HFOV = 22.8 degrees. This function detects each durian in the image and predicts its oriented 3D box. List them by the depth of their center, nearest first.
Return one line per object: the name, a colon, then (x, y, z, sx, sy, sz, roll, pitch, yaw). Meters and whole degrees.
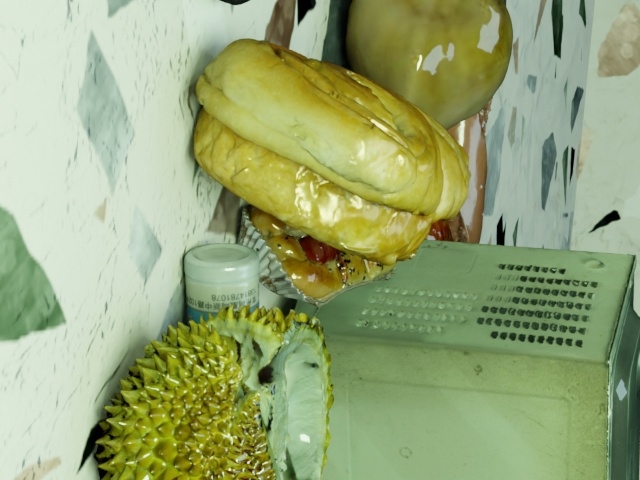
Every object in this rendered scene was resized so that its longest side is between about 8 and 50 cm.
durian: (-0.075, 0.159, 1.105, 0.193, 0.138, 0.237, -13, 105, -75)

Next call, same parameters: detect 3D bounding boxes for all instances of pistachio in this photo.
pistachio: (0.104, -0.183, 1.540, 0.260, 0.163, 0.212, 63, 49, -80)

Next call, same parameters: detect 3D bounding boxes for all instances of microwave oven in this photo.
microwave oven: (0.129, 0.214, 1.468, 0.247, 0.333, 0.394, -59, 150, -62)

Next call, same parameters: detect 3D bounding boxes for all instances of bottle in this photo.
bottle: (-0.073, 0.111, 1.226, 0.060, 0.060, 0.217, -46, 138, -63)

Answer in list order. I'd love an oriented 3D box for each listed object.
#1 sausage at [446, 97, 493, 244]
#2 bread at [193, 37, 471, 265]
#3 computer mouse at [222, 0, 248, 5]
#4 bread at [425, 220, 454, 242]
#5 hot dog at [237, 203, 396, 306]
sausage: (0.159, -0.106, 1.854, 0.087, 0.079, 0.326, -129, -139, -78)
bread: (0.007, -0.070, 1.198, 0.120, 0.198, 0.236, -61, 159, 7)
computer mouse: (-0.060, -0.259, 1.107, 0.269, 0.086, 0.137, 53, 45, -63)
bread: (0.098, -0.007, 1.671, 0.139, 0.095, 0.268, -29, 119, -78)
hot dog: (0.000, 0.000, 1.343, 0.108, 0.059, 0.191, 55, 28, 11)
